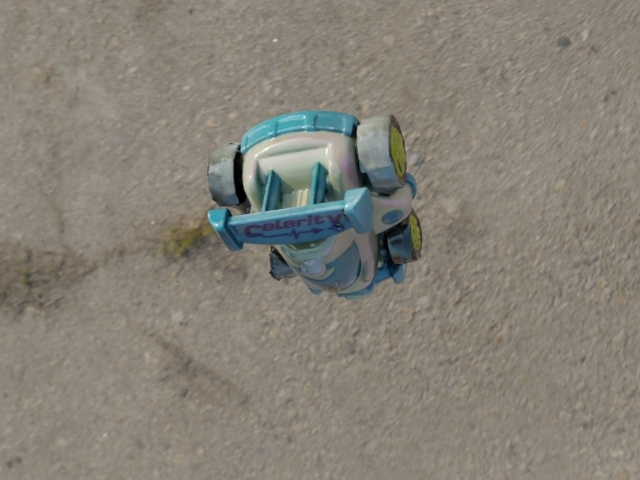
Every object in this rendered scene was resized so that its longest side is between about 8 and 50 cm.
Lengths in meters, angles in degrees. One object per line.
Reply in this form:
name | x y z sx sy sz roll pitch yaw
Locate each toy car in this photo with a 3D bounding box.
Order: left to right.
toy car | 0.000 0.000 0.630 0.126 0.098 0.161 -6 134 16
